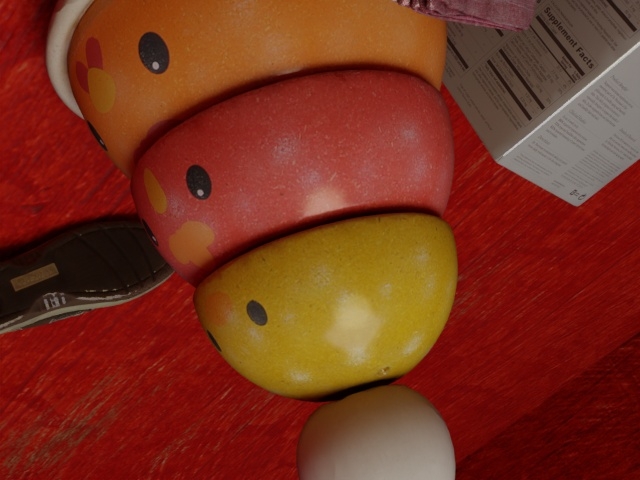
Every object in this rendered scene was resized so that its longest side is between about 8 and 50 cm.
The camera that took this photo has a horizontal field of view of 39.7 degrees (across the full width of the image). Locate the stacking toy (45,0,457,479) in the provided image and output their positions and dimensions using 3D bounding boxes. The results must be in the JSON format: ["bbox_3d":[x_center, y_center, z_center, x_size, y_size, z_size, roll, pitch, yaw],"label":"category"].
[{"bbox_3d":[0.000,0.000,0.698,0.351,0.479,0.350,-16,161,-5],"label":"stacking toy"}]

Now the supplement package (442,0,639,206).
[{"bbox_3d":[0.279,-0.208,0.916,0.263,0.198,0.199,-41,147,24],"label":"supplement package"}]

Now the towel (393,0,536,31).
[{"bbox_3d":[0.165,-0.314,0.633,0.237,0.037,0.329,-17,130,-58],"label":"towel"}]

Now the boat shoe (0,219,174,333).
[{"bbox_3d":[-0.286,0.043,0.986,0.257,0.095,0.095,-14,171,-23],"label":"boat shoe"}]
